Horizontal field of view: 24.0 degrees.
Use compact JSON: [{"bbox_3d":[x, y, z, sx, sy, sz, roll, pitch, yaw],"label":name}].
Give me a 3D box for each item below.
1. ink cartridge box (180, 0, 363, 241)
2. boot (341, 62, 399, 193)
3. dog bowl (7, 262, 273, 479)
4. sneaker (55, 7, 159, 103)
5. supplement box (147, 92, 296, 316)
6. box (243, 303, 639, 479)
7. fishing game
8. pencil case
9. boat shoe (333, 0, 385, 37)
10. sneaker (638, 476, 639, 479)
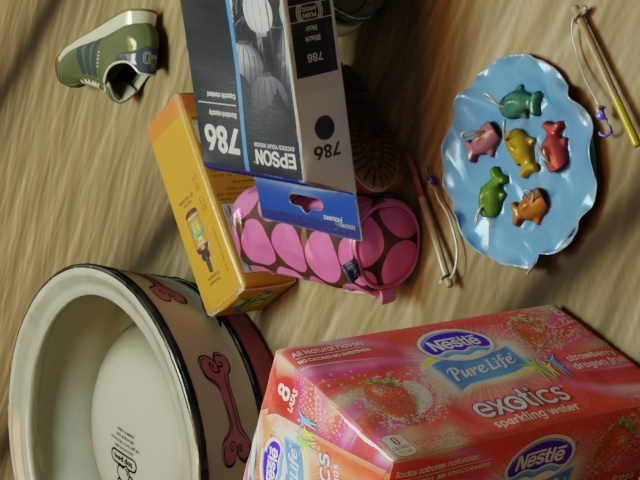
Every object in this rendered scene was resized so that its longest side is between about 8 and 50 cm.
[{"bbox_3d":[-0.051,-0.159,1.346,0.165,0.065,0.332,11,115,52],"label":"ink cartridge box"},{"bbox_3d":[0.025,-0.089,1.448,0.084,0.059,0.158,-61,37,39],"label":"boot"},{"bbox_3d":[-0.189,0.223,1.675,0.408,0.150,0.408,8,100,50],"label":"dog bowl"},{"bbox_3d":[-0.252,-0.199,1.776,0.192,0.064,0.086,-24,70,47],"label":"sneaker"},{"bbox_3d":[-0.107,-0.040,1.604,0.078,0.080,0.233,-39,62,47],"label":"supplement box"},{"bbox_3d":[0.108,0.159,1.173,0.154,0.300,0.142,41,126,43],"label":"box"},{"bbox_3d":[0.161,-0.066,1.295,0.264,0.041,0.189,-37,63,47],"label":"fishing game"},{"bbox_3d":[0.000,0.000,1.466,0.209,0.095,0.098,12,117,53],"label":"pencil case"},{"bbox_3d":[-0.008,-0.348,1.427,0.091,0.109,0.305,-31,76,48],"label":"boat shoe"},{"bbox_3d":[0.295,0.297,1.123,0.153,0.101,0.268,16,105,42],"label":"sneaker"}]
